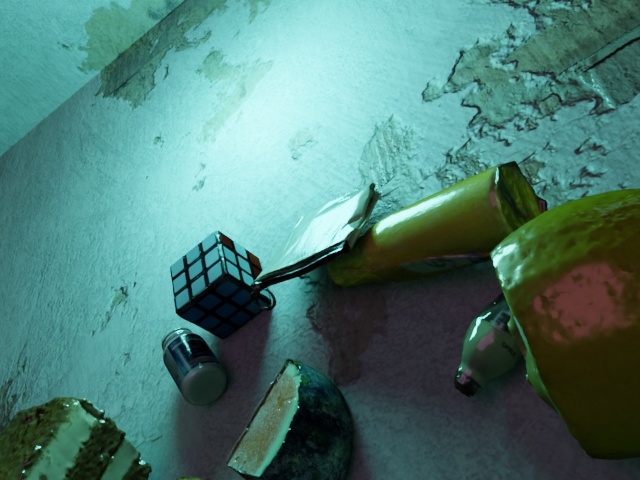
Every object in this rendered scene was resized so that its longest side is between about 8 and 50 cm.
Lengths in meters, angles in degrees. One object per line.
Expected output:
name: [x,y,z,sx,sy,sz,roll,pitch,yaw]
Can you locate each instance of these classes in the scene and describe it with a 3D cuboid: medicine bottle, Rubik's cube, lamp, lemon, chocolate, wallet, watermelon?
medicine bottle: [-0.294,0.279,1.556,0.107,0.107,0.191,-51,41,1]
Rubik's cube: [-0.233,0.105,1.583,0.160,0.162,0.163,-37,43,16]
lamp: [0.301,0.148,1.124,0.250,0.101,0.101,-52,41,-6]
lemon: [0.418,0.089,0.888,0.364,0.364,0.365,-23,49,29]
chocolate: [0.198,0.005,1.295,0.445,0.162,0.162,-24,48,40]
wallet: [-0.003,-0.001,1.451,0.335,0.068,0.275,-28,25,44]
watermelon: [-0.070,0.349,1.255,0.226,0.148,0.319,-23,43,18]

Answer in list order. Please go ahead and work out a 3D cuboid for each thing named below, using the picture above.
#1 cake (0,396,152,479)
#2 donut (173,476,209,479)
cake: [-0.552,0.519,1.435,0.255,0.290,0.282,-23,28,33]
donut: [-0.194,0.517,1.279,0.294,0.151,0.113,-5,69,39]
